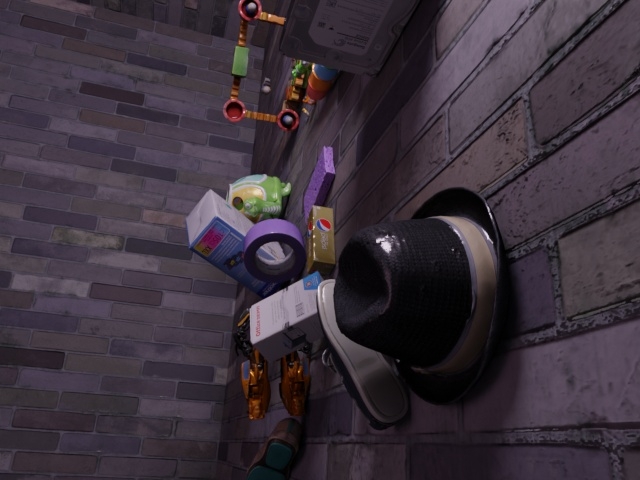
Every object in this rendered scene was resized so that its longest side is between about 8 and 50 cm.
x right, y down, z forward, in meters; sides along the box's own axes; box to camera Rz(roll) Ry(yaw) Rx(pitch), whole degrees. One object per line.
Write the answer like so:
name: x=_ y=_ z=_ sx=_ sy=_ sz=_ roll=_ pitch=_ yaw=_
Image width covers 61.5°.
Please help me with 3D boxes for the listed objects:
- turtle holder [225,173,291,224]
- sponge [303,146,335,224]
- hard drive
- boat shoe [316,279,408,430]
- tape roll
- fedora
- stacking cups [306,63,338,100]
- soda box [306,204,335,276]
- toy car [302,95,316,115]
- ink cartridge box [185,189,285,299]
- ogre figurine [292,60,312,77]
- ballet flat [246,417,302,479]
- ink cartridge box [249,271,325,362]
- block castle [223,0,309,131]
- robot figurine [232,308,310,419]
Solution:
turtle holder: x=-0.250 y=-0.126 z=2.084 sx=0.320 sy=0.227 sz=0.243 roll=-100 pitch=24 yaw=-52
sponge: x=-0.005 y=-0.155 z=1.552 sx=0.117 sy=0.031 sz=0.210 roll=-95 pitch=21 yaw=-44
hard drive: x=0.066 y=-0.479 z=1.071 sx=0.339 sy=0.236 sz=0.064 roll=128 pitch=148 yaw=-60
boat shoe: x=0.057 y=0.184 z=0.881 sx=0.255 sy=0.095 sz=0.079 roll=58 pitch=147 yaw=22
tape roll: x=-0.141 y=0.034 z=1.642 sx=0.080 sy=0.188 sz=0.189 roll=-101 pitch=25 yaw=-56
fedora: x=0.108 y=0.064 z=0.742 sx=0.334 sy=0.152 sz=0.334 roll=-170 pitch=90 yaw=-75
stacking cups: x=0.016 y=-0.519 z=1.568 sx=0.316 sy=0.096 sz=0.096 roll=138 pitch=139 yaw=-68
soda box: x=0.000 y=0.000 z=1.384 sx=0.061 sy=0.058 sz=0.181 roll=117 pitch=157 yaw=-49
toy car: x=-0.030 y=-0.475 z=1.875 sx=0.040 sy=0.060 sz=0.122 roll=51 pitch=174 yaw=8
ink cartridge box: x=-0.261 y=0.031 z=1.853 sx=0.151 sy=0.395 sz=0.270 roll=-49 pitch=27 yaw=8
ogre figurine: x=-0.013 y=-0.589 z=1.659 sx=0.097 sy=0.197 sz=0.118 roll=59 pitch=-179 yaw=-14
ballet flat: x=-0.115 y=0.574 z=1.438 sx=0.316 sy=0.107 sz=0.106 roll=-61 pitch=4 yaw=40
ink cartridge box: x=-0.062 y=0.177 z=1.252 sx=0.190 sy=0.082 sz=0.140 roll=-29 pitch=32 yaw=10
block castle: x=-0.196 y=-0.662 z=2.063 sx=0.213 sy=0.302 sz=0.454 roll=-134 pitch=54 yaw=-71
robot figurine: x=-0.115 y=0.301 z=1.376 sx=0.085 sy=0.211 sz=0.291 roll=150 pitch=118 yaw=-76
